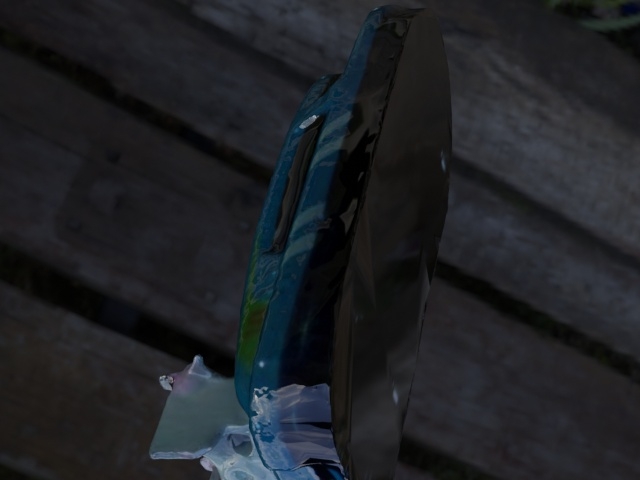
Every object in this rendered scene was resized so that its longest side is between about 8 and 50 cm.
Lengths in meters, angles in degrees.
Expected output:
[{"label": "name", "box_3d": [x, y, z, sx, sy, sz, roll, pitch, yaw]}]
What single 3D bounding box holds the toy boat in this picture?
[{"label": "toy boat", "box_3d": [0.000, 0.000, 0.672, 0.092, 0.299, 0.134, -3, 132, 18]}]
